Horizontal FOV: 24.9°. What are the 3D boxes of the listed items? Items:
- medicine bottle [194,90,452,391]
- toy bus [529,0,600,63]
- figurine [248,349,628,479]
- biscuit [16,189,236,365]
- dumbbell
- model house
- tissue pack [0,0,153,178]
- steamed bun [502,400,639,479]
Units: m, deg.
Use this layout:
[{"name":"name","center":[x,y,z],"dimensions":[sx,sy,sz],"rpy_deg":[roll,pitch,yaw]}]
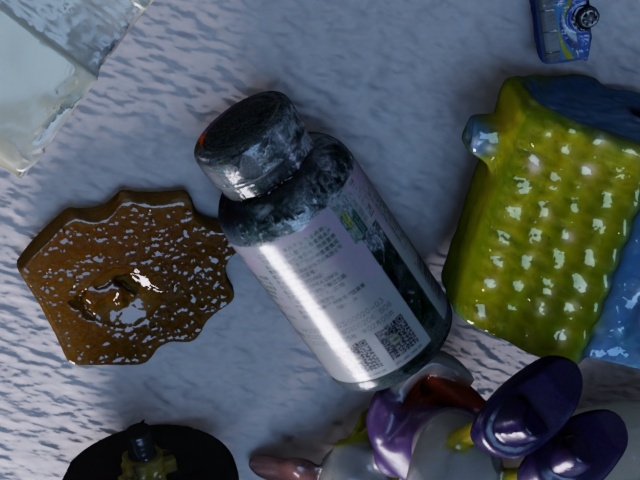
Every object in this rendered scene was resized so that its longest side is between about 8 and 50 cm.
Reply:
[{"name":"medicine bottle","center":[0.000,0.000,1.363],"dimensions":[0.141,0.141,0.293],"rpy_deg":[-32,120,7]},{"name":"toy bus","center":[0.217,-0.237,1.327],"dimensions":[0.061,0.051,0.153],"rpy_deg":[-12,120,3]},{"name":"figurine","center":[0.104,0.217,1.421],"dimensions":[0.154,0.421,0.193],"rpy_deg":[43,64,-19]},{"name":"biscuit","center":[-0.172,0.029,1.409],"dimensions":[0.215,0.034,0.182],"rpy_deg":[-22,121,0]},{"name":"dumbbell","center":[-0.159,0.352,1.502],"dimensions":[0.185,0.185,0.388],"rpy_deg":[-9,119,-6]},{"name":"model house","center":[0.264,-0.023,1.369],"dimensions":[0.303,0.215,0.237],"rpy_deg":[11,116,-10]},{"name":"tissue pack","center":[-0.323,-0.262,1.076],"dimensions":[0.380,0.297,0.207],"rpy_deg":[35,105,-23]},{"name":"steamed bun","center":[0.313,0.329,1.542],"dimensions":[0.375,0.241,0.374],"rpy_deg":[-2,119,-4]}]
